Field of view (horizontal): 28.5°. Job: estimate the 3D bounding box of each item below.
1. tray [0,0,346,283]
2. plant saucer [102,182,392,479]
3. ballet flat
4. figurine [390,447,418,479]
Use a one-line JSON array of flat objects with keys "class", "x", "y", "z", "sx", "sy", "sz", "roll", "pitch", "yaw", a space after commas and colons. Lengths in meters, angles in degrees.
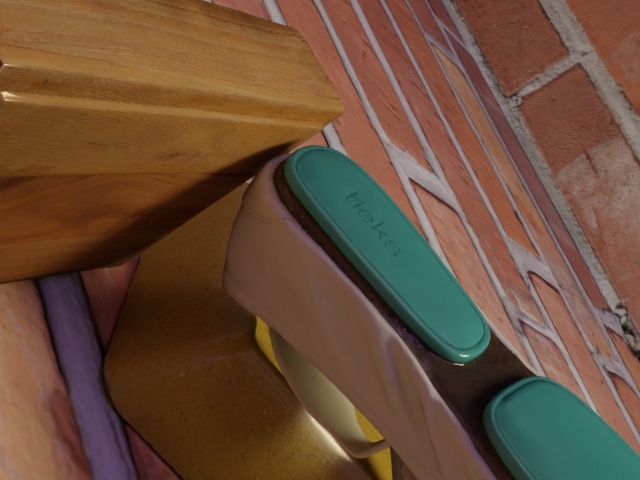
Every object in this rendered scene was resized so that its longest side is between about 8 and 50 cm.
[{"class": "tray", "x": -0.142, "y": -0.048, "z": 0.673, "sx": 0.076, "sy": 0.202, "sz": 0.411, "roll": 59, "pitch": 18, "yaw": 8}, {"class": "plant saucer", "x": -0.004, "y": 0.114, "z": 0.967, "sx": 0.333, "sy": 0.081, "sz": 0.333, "roll": 50, "pitch": 18, "yaw": -21}, {"class": "ballet flat", "x": 0.080, "y": 0.115, "z": 0.776, "sx": 0.400, "sy": 0.139, "sz": 0.139, "roll": 48, "pitch": 15, "yaw": 18}, {"class": "figurine", "x": 0.087, "y": 0.126, "z": 0.937, "sx": 0.209, "sy": 0.092, "sz": 0.215, "roll": 56, "pitch": 17, "yaw": 23}]
